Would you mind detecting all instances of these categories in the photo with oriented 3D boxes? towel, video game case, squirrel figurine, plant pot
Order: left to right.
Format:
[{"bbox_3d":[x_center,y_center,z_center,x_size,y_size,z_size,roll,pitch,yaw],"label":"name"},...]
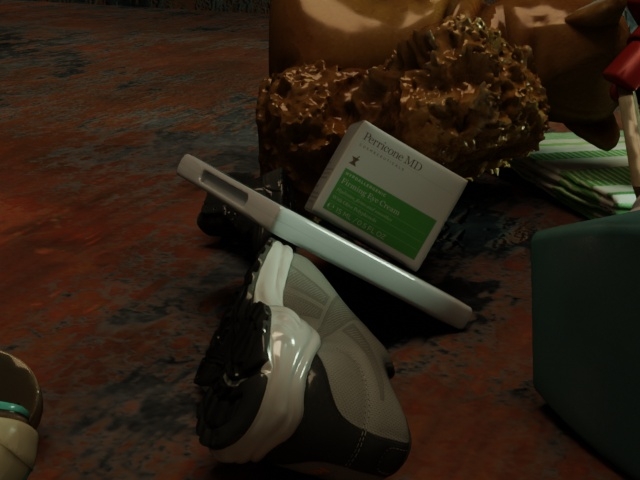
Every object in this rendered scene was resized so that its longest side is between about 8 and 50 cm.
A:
[{"bbox_3d":[0.000,0.000,0.848,0.190,0.022,0.173,27,2,-33],"label":"video game case"},{"bbox_3d":[0.133,-0.154,1.144,0.370,0.281,0.397,3,33,7],"label":"squirrel figurine"},{"bbox_3d":[0.338,-0.075,1.237,0.248,0.038,0.325,-4,17,-18],"label":"towel"},{"bbox_3d":[0.238,0.055,0.628,0.165,0.165,0.234,-10,13,-32],"label":"plant pot"}]

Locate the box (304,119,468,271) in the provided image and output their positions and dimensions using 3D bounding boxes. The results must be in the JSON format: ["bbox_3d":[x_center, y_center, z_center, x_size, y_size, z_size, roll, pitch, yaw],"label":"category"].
[{"bbox_3d":[0.052,-0.038,0.926,0.101,0.087,0.102,30,0,-6],"label":"box"}]

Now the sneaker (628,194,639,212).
[{"bbox_3d":[0.309,0.062,0.750,0.115,0.105,0.281,-46,43,-20],"label":"sneaker"}]

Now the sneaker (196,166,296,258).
[{"bbox_3d":[-0.069,-0.016,1.000,0.089,0.051,0.170,-17,31,13],"label":"sneaker"}]

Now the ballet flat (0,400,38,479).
[{"bbox_3d":[-0.267,0.102,0.559,0.248,0.086,0.086,8,19,10],"label":"ballet flat"}]

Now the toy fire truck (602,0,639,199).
[{"bbox_3d":[0.351,-0.118,1.065,0.246,0.217,0.158,-46,31,-8],"label":"toy fire truck"}]

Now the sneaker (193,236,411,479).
[{"bbox_3d":[-0.012,0.076,0.673,0.108,0.100,0.271,25,10,-10],"label":"sneaker"}]

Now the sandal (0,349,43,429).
[{"bbox_3d":[-0.280,0.083,0.664,0.240,0.079,0.088,16,62,2],"label":"sandal"}]
